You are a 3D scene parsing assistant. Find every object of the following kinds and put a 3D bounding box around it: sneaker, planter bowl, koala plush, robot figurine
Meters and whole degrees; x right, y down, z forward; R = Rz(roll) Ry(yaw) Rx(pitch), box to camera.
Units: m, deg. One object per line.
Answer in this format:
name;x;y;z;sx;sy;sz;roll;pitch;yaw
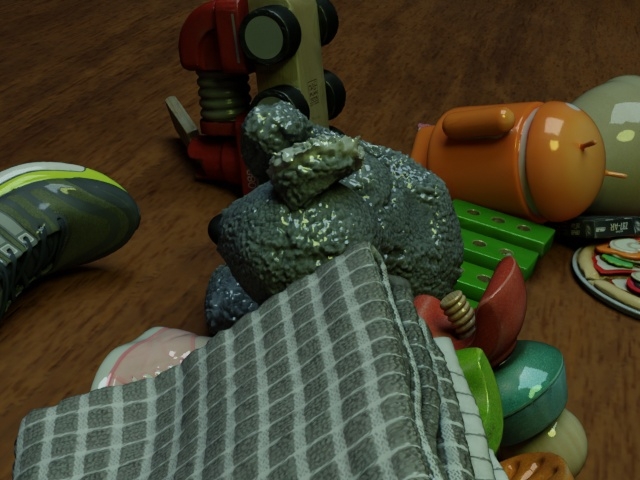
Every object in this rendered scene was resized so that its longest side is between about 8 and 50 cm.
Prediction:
sneaker;-0.268;0.024;0.889;0.300;0.111;0.121;-20;45;-36
planter bowl;0.312;-0.092;1.242;0.109;0.162;0.162;-19;33;-25
sneaker;-0.110;0.100;0.802;0.070;0.051;0.134;9;19;15
koala plush;0.000;0.000;0.825;0.203;0.196;0.221;13;4;11
robot figurine;0.199;-0.079;1.165;0.219;0.158;0.128;0;26;37

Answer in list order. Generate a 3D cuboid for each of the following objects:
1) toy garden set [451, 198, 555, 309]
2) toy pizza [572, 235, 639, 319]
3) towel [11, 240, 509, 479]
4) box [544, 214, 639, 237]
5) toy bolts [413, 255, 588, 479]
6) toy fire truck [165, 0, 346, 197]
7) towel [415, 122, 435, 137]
toy garden set;0.088;0.021;1.048;0.204;0.049;0.244;19;27;19
toy pizza;0.352;0.033;1.112;0.201;0.032;0.201;6;24;-3
towel;-0.035;0.136;0.505;0.235;0.121;0.283;-35;27;11
box;0.287;-0.015;1.180;0.067;0.018;0.083;-5;5;-27
toy bolts;0.083;0.144;0.726;0.218;0.158;0.228;-25;14;37
toy fire truck;-0.099;-0.157;1.210;0.246;0.217;0.158;2;20;26
towel;0.193;-0.090;1.351;0.144;0.029;0.197;5;26;-5
